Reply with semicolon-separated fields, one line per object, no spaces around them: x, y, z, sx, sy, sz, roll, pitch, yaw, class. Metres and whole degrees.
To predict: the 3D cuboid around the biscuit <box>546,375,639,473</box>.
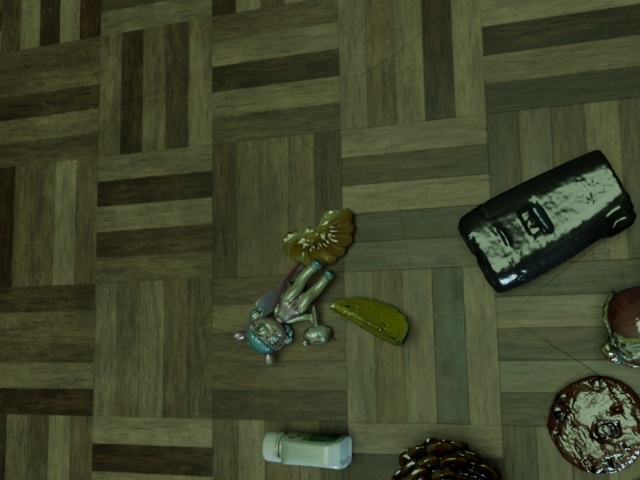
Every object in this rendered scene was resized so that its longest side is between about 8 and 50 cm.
0.545;0.360;1.387;0.192;0.049;0.192;-4;79;20;biscuit

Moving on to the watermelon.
0.123;0.164;1.532;0.181;0.092;0.075;24;78;28;watermelon

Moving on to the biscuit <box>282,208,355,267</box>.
0.000;0.000;1.606;0.183;0.061;0.118;-26;78;13;biscuit

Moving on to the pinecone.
0.250;0.509;1.371;0.224;0.272;0.224;0;110;-1;pinecone

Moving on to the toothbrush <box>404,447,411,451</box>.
0.177;0.614;1.492;0.030;0.025;0.342;4;84;17;toothbrush

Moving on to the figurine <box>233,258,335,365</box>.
-0.058;0.165;1.597;0.205;0.103;0.260;39;95;-18;figurine

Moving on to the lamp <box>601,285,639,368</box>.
0.622;0.135;1.330;0.223;0.151;0.215;-35;111;-5;lamp

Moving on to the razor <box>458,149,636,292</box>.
0.457;-0.039;1.431;0.327;0.107;0.189;-29;75;12;razor

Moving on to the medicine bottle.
-0.030;0.452;1.530;0.183;0.119;0.069;-3;86;20;medicine bottle
